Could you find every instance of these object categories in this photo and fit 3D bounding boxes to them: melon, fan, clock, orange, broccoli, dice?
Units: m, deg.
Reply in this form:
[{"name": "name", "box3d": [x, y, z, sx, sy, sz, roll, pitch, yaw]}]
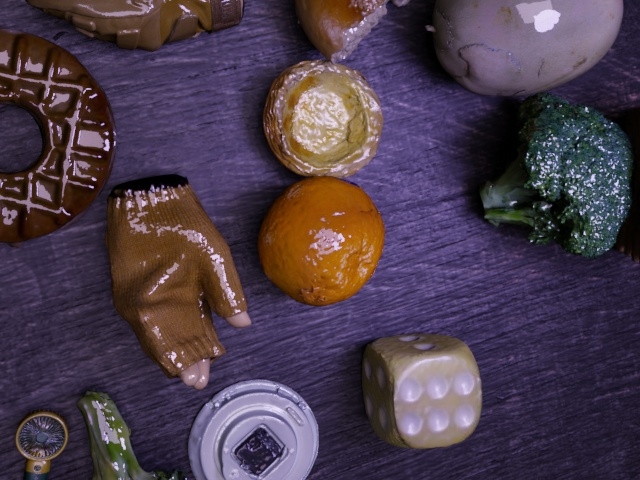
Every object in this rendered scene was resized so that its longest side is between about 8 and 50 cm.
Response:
[{"name": "melon", "box3d": [0.337, -0.379, 1.389, 0.330, 0.268, 0.268, -15, 100, -6]}, {"name": "fan", "box3d": [-0.462, 0.352, 1.355, 0.082, 0.039, 0.155, 9, 94, -17]}, {"name": "clock", "box3d": [-0.112, 0.363, 1.449, 0.236, 0.053, 0.236, -2, 96, -17]}, {"name": "orange", "box3d": [0.000, 0.000, 1.367, 0.219, 0.193, 0.219, -25, 120, -56]}, {"name": "broccoli", "box3d": [-0.339, 0.396, 1.367, 0.275, 0.177, 0.198, 49, 118, 13]}, {"name": "dice", "box3d": [0.175, 0.260, 1.457, 0.169, 0.169, 0.166, -6, 97, -15]}, {"name": "broccoli", "box3d": [0.411, -0.111, 1.449, 0.275, 0.308, 0.308, -16, 102, 23]}]

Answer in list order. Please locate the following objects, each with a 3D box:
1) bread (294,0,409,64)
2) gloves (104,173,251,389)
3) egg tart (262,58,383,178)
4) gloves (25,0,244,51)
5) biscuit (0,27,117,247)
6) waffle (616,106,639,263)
[{"name": "bread", "box3d": [0.077, -0.458, 1.355, 0.314, 0.171, 0.192, -40, 87, -18]}, {"name": "gloves", "box3d": [-0.236, 0.066, 1.330, 0.203, 0.155, 0.356, -14, 84, -21]}, {"name": "egg tart", "box3d": [0.000, -0.204, 1.403, 0.213, 0.090, 0.212, -2, 98, -16]}, {"name": "gloves", "box3d": [-0.283, -0.365, 1.278, 0.331, 0.154, 0.141, -10, 96, -22]}, {"name": "biscuit", "box3d": [-0.476, -0.159, 1.268, 0.332, 0.103, 0.332, -2, 97, -15]}, {"name": "waffle", "box3d": [0.594, -0.107, 1.469, 0.077, 0.348, 0.304, 2, 95, 12]}]
